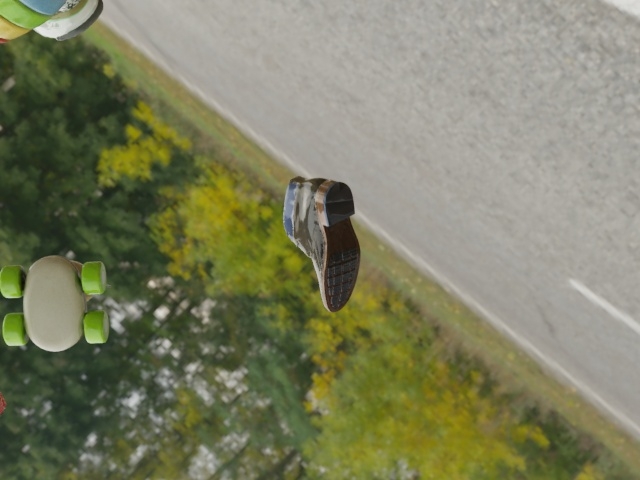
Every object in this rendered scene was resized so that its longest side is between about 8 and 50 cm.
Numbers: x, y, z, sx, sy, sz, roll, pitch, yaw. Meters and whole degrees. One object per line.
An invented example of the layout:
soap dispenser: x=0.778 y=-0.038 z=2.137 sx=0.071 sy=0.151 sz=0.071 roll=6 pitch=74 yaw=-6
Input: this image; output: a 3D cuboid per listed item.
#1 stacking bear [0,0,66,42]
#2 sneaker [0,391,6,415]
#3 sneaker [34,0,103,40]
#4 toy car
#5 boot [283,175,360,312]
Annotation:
stacking bear: x=-0.451 y=-0.347 z=1.382 sx=0.175 sy=0.289 sz=0.164 roll=57 pitch=-163 yaw=11
sneaker: x=-0.471 y=0.146 z=1.175 sx=0.225 sy=0.088 sz=0.092 roll=12 pitch=126 yaw=22
sneaker: x=-0.494 y=-0.511 z=1.533 sx=0.410 sy=0.158 sz=0.182 roll=46 pitch=164 yaw=4
toy car: x=-0.411 y=0.092 z=1.600 sx=0.188 sy=0.155 sz=0.148 roll=-87 pitch=-5 yaw=-85
boot: x=0.000 y=0.000 z=1.558 sx=0.106 sy=0.082 sz=0.219 roll=22 pitch=121 yaw=45
